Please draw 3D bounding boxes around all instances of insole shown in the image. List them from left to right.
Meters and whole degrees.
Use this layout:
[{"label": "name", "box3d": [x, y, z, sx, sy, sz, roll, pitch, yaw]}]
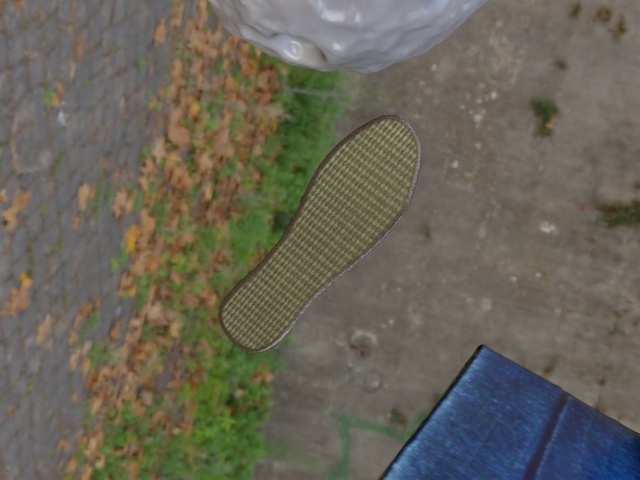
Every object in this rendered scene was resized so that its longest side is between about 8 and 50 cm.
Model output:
[{"label": "insole", "box3d": [0.000, 0.000, 0.855, 0.253, 0.086, 0.005, -51, 171, 14]}]

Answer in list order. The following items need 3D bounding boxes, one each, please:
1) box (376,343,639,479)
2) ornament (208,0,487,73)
[{"label": "box", "box3d": [0.028, 0.219, 0.442, 0.279, 0.116, 0.261, -67, 166, 19]}, {"label": "ornament", "box3d": [0.033, -0.318, 0.905, 0.337, 0.337, 0.337, 13, 90, -85]}]
